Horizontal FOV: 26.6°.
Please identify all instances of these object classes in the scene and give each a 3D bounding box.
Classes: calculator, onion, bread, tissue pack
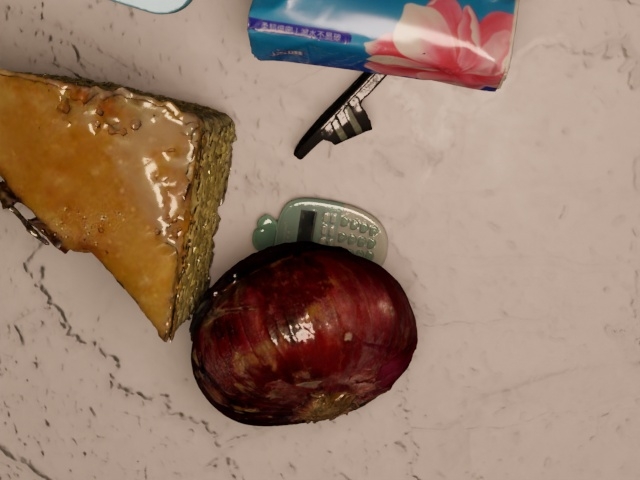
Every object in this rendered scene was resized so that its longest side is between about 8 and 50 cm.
[{"bbox_3d":[0.000,0.000,1.526,0.153,0.021,0.095,9,103,2],"label":"calculator"},{"bbox_3d":[-0.022,0.102,1.453,0.246,0.246,0.190,-21,58,8],"label":"onion"},{"bbox_3d":[-0.257,-0.047,1.425,0.315,0.248,0.279,3,101,7],"label":"bread"},{"bbox_3d":[0.069,-0.275,1.379,0.269,0.137,0.209,9,77,3],"label":"tissue pack"}]

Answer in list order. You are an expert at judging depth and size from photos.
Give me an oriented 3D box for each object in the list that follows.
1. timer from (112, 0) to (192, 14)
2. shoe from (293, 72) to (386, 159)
[{"bbox_3d":[-0.228,-0.375,1.429,0.249,0.091,0.232,16,102,-3],"label":"timer"},{"bbox_3d":[0.046,-0.143,1.470,0.049,0.071,0.179,43,98,-9],"label":"shoe"}]
